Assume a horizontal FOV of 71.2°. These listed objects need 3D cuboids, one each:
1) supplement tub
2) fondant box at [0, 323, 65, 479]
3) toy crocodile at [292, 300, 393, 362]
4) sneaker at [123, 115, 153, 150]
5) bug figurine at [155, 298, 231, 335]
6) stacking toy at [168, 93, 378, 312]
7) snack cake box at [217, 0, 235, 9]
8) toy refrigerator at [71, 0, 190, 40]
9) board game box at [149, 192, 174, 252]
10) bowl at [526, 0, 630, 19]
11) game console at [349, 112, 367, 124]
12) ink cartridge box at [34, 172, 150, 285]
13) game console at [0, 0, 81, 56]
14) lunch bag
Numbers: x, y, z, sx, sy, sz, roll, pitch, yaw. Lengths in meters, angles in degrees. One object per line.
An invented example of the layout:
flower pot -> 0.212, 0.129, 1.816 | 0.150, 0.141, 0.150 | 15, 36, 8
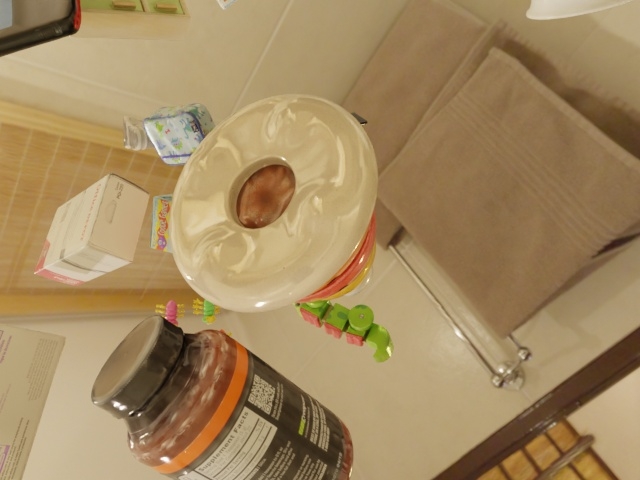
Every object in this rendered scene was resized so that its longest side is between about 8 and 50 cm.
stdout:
supplement tub -> -0.071, 0.141, 0.349 | 0.198, 0.106, 0.106 | 45, -158, -25
fondant box -> -0.610, 0.238, 0.685 | 0.330, 0.096, 0.238 | 23, -123, -32
toy crocodile -> 0.038, 0.205, 1.174 | 0.340, 0.115, 0.105 | 24, -117, 21
sneaker -> -0.614, -0.362, 1.553 | 0.115, 0.105, 0.281 | -6, -153, -33
bug figurine -> -0.411, 0.288, 1.413 | 0.279, 0.072, 0.216 | -2, -93, -26
stacking toy -> 0.000, 0.000, 0.833 | 0.351, 0.350, 0.480 | 55, -171, 32
snack cake box -> -0.071, -0.451, 0.568 | 0.152, 0.264, 0.089 | 49, -170, -51
toy refrigerator -> -0.461, -0.552, 1.064 | 0.269, 0.094, 0.102 | -15, -99, -35
board game box -> -0.292, -0.029, 1.201 | 0.275, 0.142, 0.144 | 13, -165, 12
bowl -> 0.673, -0.672, 1.120 | 0.298, 0.297, 0.134 | -91, -16, -58
game console -> 0.081, -0.395, 1.540 | 0.122, 0.071, 0.107 | -23, -128, -38
ink cartridge box -> -0.446, -0.016, 0.876 | 0.092, 0.217, 0.159 | 31, -129, -42
game console -> -0.623, -0.441, 0.797 | 0.060, 0.386, 0.342 | 73, 179, -62
lunch bag -> -0.415, -0.316, 1.362 | 0.219, 0.176, 0.090 | 2, -139, 26
